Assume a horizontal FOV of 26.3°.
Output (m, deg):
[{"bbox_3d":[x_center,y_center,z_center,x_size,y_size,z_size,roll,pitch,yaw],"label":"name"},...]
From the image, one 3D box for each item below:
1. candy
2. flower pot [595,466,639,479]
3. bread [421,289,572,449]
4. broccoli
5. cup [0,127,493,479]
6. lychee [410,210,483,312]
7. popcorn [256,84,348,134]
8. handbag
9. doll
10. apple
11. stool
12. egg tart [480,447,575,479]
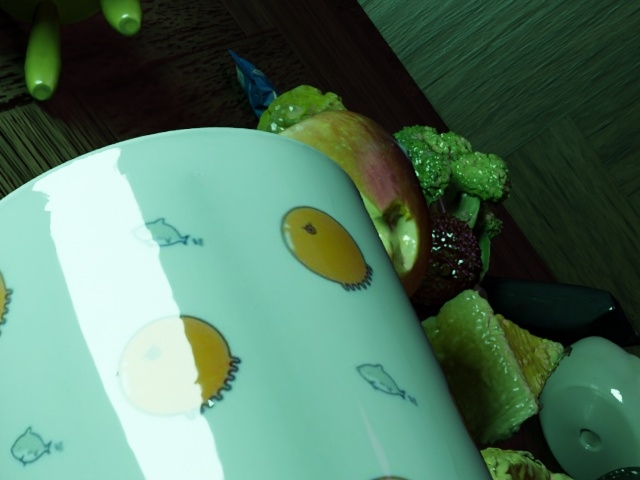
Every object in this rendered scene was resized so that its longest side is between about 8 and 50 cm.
[{"bbox_3d":[-0.060,-0.155,1.575,0.136,0.038,0.088,54,-3,-37],"label":"candy"},{"bbox_3d":[0.375,0.360,1.608,0.157,0.157,0.107,54,25,-6],"label":"flower pot"},{"bbox_3d":[0.189,0.158,1.435,0.160,0.140,0.169,24,36,-46],"label":"bread"},{"bbox_3d":[0.168,-0.044,1.775,0.254,0.186,0.302,59,3,-25],"label":"broccoli"},{"bbox_3d":[-0.026,0.139,0.544,0.212,0.212,0.317,39,22,-52],"label":"cup"},{"bbox_3d":[0.125,0.020,1.606,0.123,0.123,0.129,46,10,-34],"label":"lychee"},{"bbox_3d":[-0.015,-0.106,1.446,0.106,0.116,0.120,19,79,-56],"label":"popcorn"},{"bbox_3d":[0.326,0.105,1.973,0.211,0.254,0.088,35,67,-59],"label":"handbag"},{"bbox_3d":[0.428,0.238,1.875,0.251,0.221,0.221,52,12,10],"label":"doll"},{"bbox_3d":[0.000,0.000,1.093,0.199,0.199,0.199,51,13,-17],"label":"apple"},{"bbox_3d":[-0.196,-0.182,0.975,0.110,0.134,0.135,-104,-159,-52],"label":"stool"},{"bbox_3d":[0.184,0.292,1.092,0.288,0.118,0.288,46,16,-17],"label":"egg tart"}]
